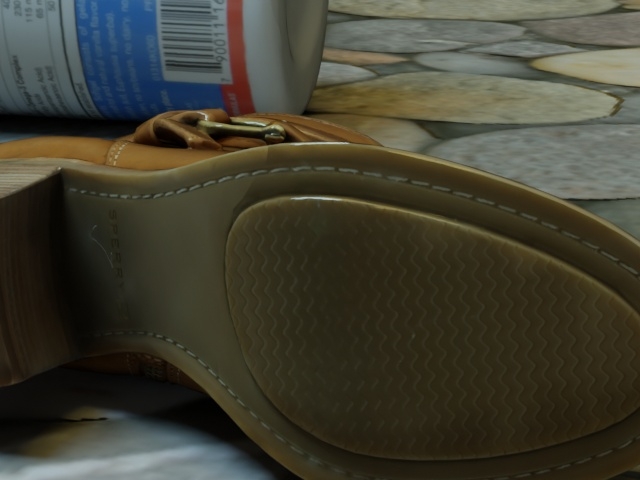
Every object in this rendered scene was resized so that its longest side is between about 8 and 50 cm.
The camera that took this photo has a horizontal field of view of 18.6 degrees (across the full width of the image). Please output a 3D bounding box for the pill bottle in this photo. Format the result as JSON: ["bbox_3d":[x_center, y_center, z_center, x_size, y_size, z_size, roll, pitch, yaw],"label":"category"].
[{"bbox_3d":[-0.113,-0.109,0.752,0.222,0.124,0.124,5,16,10],"label":"pill bottle"}]

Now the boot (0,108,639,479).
[{"bbox_3d":[0.000,0.000,0.463,0.197,0.073,0.152,8,12,16],"label":"boot"}]
